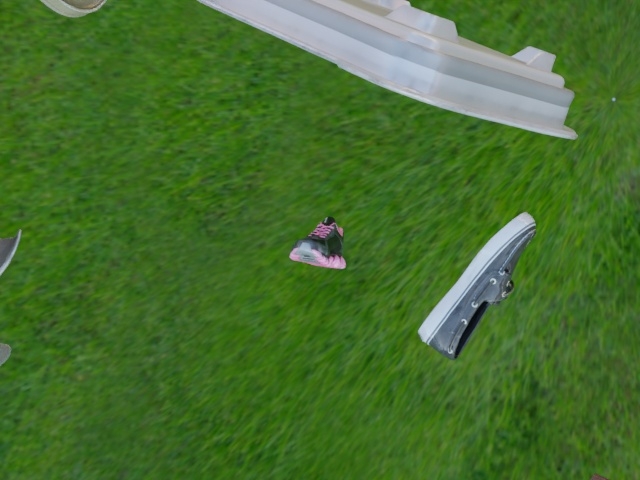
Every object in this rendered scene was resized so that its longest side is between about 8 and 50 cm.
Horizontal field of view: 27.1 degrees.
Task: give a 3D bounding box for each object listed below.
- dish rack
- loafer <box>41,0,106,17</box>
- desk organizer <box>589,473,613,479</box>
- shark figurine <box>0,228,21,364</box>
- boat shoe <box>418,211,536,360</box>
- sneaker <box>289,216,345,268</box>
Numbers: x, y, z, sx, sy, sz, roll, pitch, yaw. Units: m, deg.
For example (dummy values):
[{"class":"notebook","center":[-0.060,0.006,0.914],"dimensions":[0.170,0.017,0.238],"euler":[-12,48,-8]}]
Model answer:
[{"class":"dish rack","center":[0.071,-0.196,1.275],"dimensions":[0.333,0.285,0.072],"euler":[30,106,41]},{"class":"loafer","center":[-0.286,-0.349,1.449],"dimensions":[0.092,0.268,0.102],"euler":[27,61,33]},{"class":"desk organizer","center":[0.171,0.166,0.696],"dimensions":[0.047,0.130,0.050],"euler":[42,81,-11]},{"class":"shark figurine","center":[-0.234,-0.018,0.829],"dimensions":[0.116,0.166,0.278],"euler":[-15,71,39]},{"class":"boat shoe","center":[0.139,0.040,1.113],"dimensions":[0.040,0.049,0.142],"euler":[43,108,16]},{"class":"sneaker","center":[0.000,0.000,1.466],"dimensions":[0.047,0.119,0.057],"euler":[11,89,15]}]
